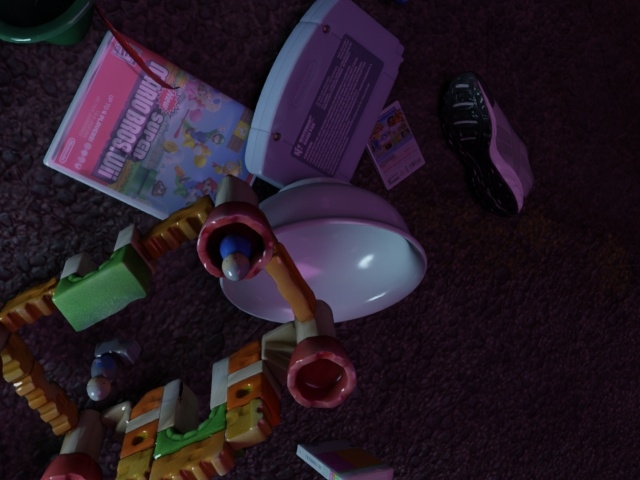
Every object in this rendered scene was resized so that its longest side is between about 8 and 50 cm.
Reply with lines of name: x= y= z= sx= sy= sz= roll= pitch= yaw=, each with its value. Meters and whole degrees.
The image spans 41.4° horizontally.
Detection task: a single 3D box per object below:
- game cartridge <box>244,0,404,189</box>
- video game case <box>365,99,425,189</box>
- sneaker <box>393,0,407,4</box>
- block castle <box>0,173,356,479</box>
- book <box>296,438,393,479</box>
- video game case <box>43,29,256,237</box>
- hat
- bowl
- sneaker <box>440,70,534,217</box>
game cartridge: x=0.004 y=-0.208 z=1.276 sx=0.196 sy=0.060 sz=0.294 roll=28 pitch=85 yaw=-46
video game case: x=0.117 y=-0.157 z=1.395 sx=0.087 sy=0.011 sz=0.122 roll=-36 pitch=116 yaw=-19
sneaker: x=0.095 y=-0.416 z=1.273 sx=0.296 sy=0.112 sz=0.131 roll=-21 pitch=110 yaw=-24
block castle: x=-0.211 y=0.153 z=1.050 sx=0.453 sy=0.213 sz=0.303 roll=-26 pitch=116 yaw=8
book: x=0.037 y=0.361 z=1.375 sx=0.096 sy=0.144 sz=0.035 roll=3 pitch=99 yaw=-30
video game case: x=-0.216 y=-0.137 z=1.199 sx=0.285 sy=0.025 sz=0.204 roll=27 pitch=86 yaw=-31
hat: x=-0.322 y=-0.287 z=1.100 sx=0.173 sy=0.183 sz=0.208 roll=-23 pitch=72 yaw=5
bowl: x=0.000 y=0.000 z=1.246 sx=0.298 sy=0.298 sz=0.134 roll=15 pitch=53 yaw=-31
sneaker: x=0.292 y=-0.173 z=1.454 sx=0.108 sy=0.100 sz=0.271 roll=-46 pitch=123 yaw=-30
